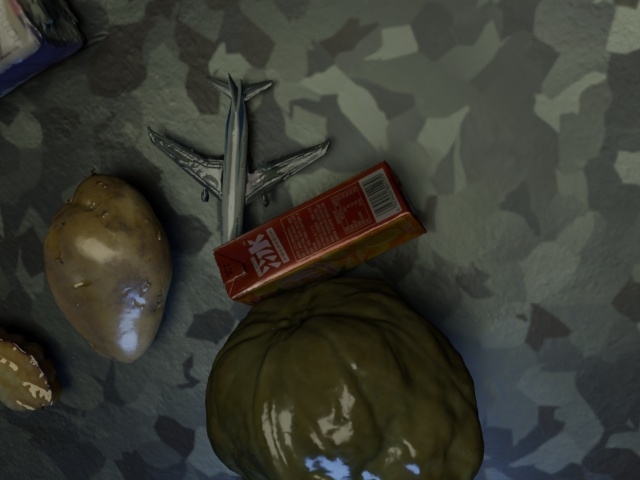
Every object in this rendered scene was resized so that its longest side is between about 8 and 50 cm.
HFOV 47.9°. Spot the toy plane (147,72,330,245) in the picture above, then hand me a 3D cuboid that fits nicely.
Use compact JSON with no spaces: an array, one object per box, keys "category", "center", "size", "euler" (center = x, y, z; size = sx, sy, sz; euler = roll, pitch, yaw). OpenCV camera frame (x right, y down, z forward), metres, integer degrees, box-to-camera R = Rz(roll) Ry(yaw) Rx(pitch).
[{"category":"toy plane","center":[-0.102,-0.086,0.861],"size":[0.226,0.058,0.226],"euler":[5,108,10]}]

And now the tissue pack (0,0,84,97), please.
[{"category":"tissue pack","center":[-0.486,-0.257,0.865],"size":[0.344,0.125,0.242],"euler":[-27,97,17]}]

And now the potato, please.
[{"category":"potato","center":[-0.267,0.037,0.890],"size":[0.161,0.128,0.234],"euler":[20,112,11]}]

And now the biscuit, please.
[{"category":"biscuit","center":[-0.441,0.172,0.996],"size":[0.183,0.061,0.118],"euler":[6,103,8]}]

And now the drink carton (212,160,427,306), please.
[{"category":"drink carton","center":[0.000,0.000,0.823],"size":[0.223,0.096,0.071],"euler":[-27,71,11]}]

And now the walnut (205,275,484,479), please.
[{"category":"walnut","center":[0.024,0.181,0.792],"size":[0.282,0.253,0.277],"euler":[-32,118,8]}]
